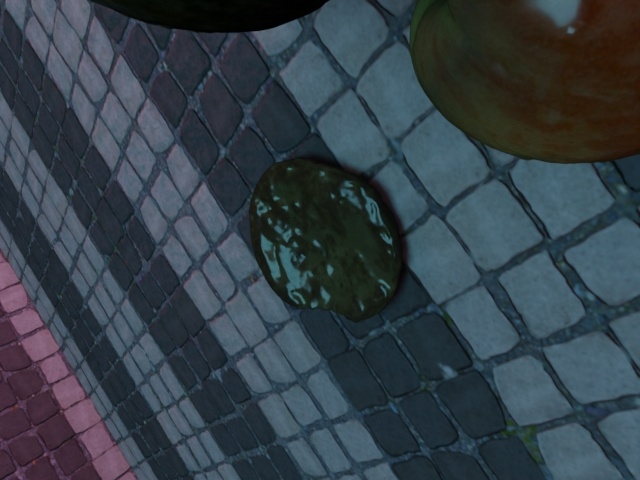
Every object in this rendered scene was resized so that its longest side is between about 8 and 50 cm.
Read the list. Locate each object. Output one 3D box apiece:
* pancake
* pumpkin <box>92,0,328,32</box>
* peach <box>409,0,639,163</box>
[{"bbox_3d":[0.001,0.000,0.727,0.236,0.042,0.222,-21,92,47],"label":"pancake"},{"bbox_3d":[-0.060,-0.345,0.310,0.454,0.344,0.453,-44,39,50],"label":"pumpkin"},{"bbox_3d":[0.174,-0.150,0.363,0.233,0.233,0.232,24,128,36],"label":"peach"}]
